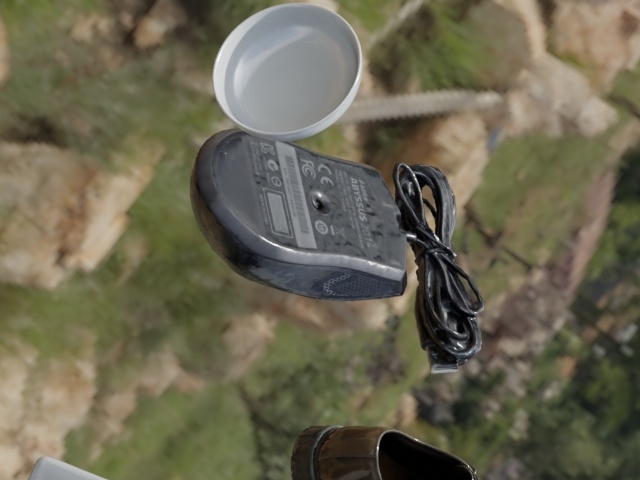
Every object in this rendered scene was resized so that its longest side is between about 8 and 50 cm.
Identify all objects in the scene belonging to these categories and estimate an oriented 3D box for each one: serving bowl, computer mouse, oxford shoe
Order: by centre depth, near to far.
[{"bbox_3d":[-0.016,-0.088,0.978,0.083,0.083,0.027,-48,153,-11],"label":"serving bowl"},{"bbox_3d":[0.086,0.201,1.312,0.227,0.096,0.083,33,57,-37],"label":"oxford shoe"},{"bbox_3d":[0.000,0.000,1.397,0.272,0.188,0.072,18,139,-35],"label":"computer mouse"}]

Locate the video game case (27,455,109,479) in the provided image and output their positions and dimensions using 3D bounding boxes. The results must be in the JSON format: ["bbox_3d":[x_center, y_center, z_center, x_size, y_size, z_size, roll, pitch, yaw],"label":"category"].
[{"bbox_3d":[-0.088,0.227,0.816,0.212,0.193,0.023,-67,159,-12],"label":"video game case"}]
